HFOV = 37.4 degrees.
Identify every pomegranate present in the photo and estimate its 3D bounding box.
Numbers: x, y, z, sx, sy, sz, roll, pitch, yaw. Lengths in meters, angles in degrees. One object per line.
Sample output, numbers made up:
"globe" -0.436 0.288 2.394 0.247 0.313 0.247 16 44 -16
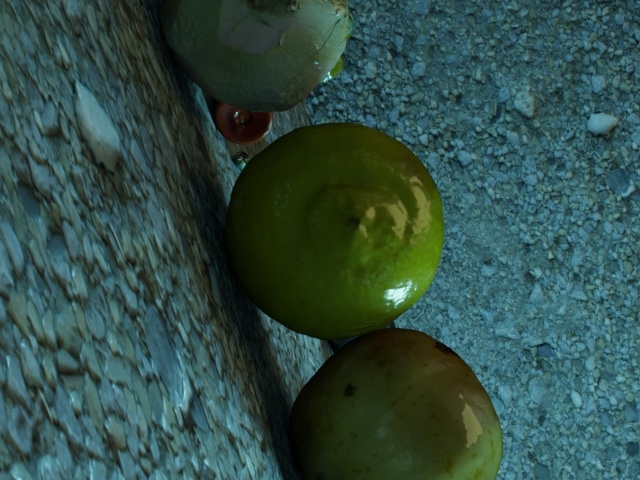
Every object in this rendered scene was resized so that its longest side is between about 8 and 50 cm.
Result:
"pomegranate" 0.098 0.303 1.398 0.342 0.342 0.342 -17 90 -84

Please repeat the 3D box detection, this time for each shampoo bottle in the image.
"shampoo bottle" -0.141 -0.276 1.745 0.278 0.104 0.104 -98 169 -61

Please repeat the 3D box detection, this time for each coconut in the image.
"coconut" -0.100 -0.345 1.464 0.254 0.297 0.297 -90 162 -68

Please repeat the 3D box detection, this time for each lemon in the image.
"lemon" 0.018 -0.014 1.403 0.348 0.348 0.348 -17 90 -84

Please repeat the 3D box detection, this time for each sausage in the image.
"sausage" -0.125 -0.128 1.807 0.269 0.032 0.033 46 27 -77

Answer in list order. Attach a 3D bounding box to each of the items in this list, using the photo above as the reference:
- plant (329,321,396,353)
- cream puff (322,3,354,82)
"plant" 0.090 0.207 2.280 0.256 0.164 0.142 26 42 -61
"cream puff" -0.098 -0.484 2.169 0.378 0.275 0.378 39 23 -20
